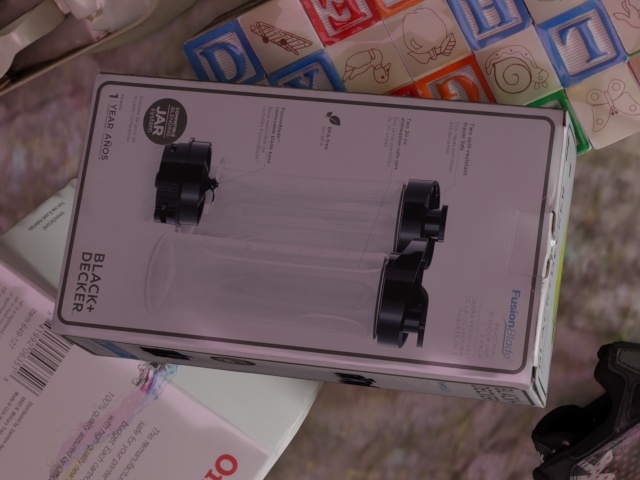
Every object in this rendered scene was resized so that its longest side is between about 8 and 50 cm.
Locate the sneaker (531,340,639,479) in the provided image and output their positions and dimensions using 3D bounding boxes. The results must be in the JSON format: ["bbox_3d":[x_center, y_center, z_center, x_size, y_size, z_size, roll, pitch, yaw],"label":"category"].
[{"bbox_3d":[0.193,0.185,1.302,0.135,0.097,0.276,22,111,6],"label":"sneaker"}]

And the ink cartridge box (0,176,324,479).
[{"bbox_3d":[-0.144,0.108,1.322,0.233,0.168,0.171,36,113,0],"label":"ink cartridge box"}]

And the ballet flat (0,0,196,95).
[{"bbox_3d":[-0.170,-0.152,1.286,0.248,0.086,0.086,-27,100,21],"label":"ballet flat"}]

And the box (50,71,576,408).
[{"bbox_3d":[0.000,0.000,1.156,0.290,0.087,0.169,4,77,13],"label":"box"}]

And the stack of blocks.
[{"bbox_3d":[0.085,-0.120,1.227,0.297,0.087,0.171,-23,102,21],"label":"stack of blocks"}]
